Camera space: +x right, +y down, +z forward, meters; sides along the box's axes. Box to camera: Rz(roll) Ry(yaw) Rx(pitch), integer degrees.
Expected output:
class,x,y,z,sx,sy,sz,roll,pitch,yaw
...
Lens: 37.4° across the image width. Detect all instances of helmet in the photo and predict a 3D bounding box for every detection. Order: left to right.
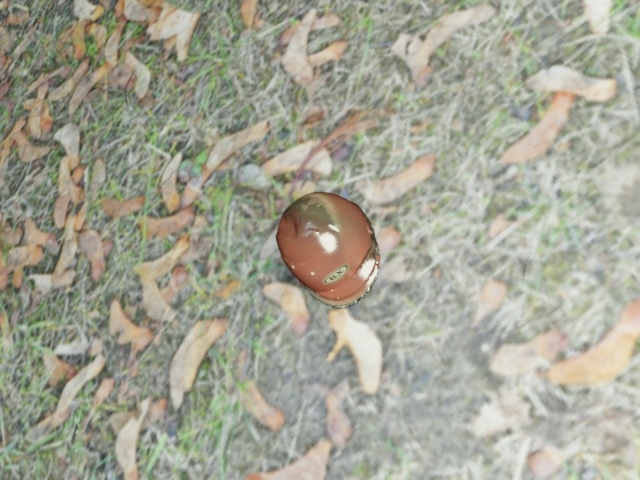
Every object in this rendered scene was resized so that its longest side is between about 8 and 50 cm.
class,x,y,z,sx,sy,sz,roll,pitch,yaw
helmet,0.000,0.001,0.629,0.065,0.049,0.084,-40,50,14
